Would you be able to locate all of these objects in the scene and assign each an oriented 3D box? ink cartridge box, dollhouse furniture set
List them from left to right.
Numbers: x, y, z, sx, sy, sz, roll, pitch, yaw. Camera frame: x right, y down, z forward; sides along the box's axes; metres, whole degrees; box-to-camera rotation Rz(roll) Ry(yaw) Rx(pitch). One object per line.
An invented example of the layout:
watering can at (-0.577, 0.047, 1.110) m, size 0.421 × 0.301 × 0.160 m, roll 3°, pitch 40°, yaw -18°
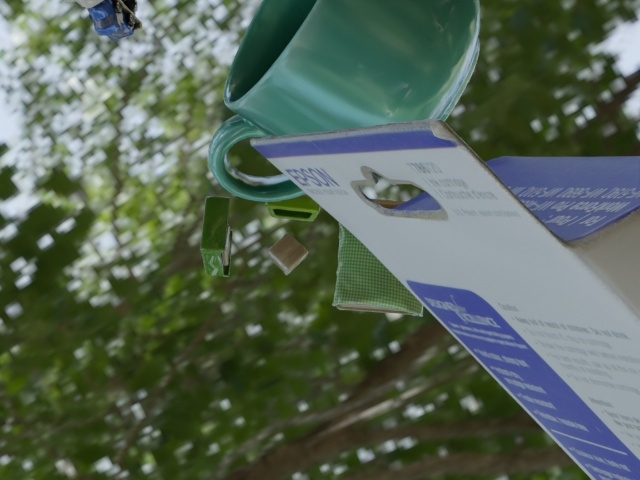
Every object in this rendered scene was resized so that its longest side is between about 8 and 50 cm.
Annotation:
dollhouse furniture set at (0.000, 0.000, 1.208) m, size 0.151 × 0.058 × 0.076 m, roll 5°, pitch -110°, yaw 0°
ink cartridge box at (0.133, 0.062, 0.558) m, size 0.332 × 0.165 × 0.065 m, roll 45°, pitch -101°, yaw -16°

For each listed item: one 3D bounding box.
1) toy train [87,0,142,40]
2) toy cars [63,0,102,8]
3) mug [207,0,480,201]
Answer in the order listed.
toy train at (-0.165, -0.178, 1.227) m, size 0.158 × 0.027 × 0.036 m, roll 44°, pitch -144°, yaw -51°
toy cars at (-0.249, -0.261, 1.030) m, size 0.393 × 0.087 × 0.176 m, roll 21°, pitch -105°, yaw -29°
mug at (0.017, -0.095, 0.987) m, size 0.097 × 0.158 × 0.129 m, roll 30°, pitch -131°, yaw -16°
